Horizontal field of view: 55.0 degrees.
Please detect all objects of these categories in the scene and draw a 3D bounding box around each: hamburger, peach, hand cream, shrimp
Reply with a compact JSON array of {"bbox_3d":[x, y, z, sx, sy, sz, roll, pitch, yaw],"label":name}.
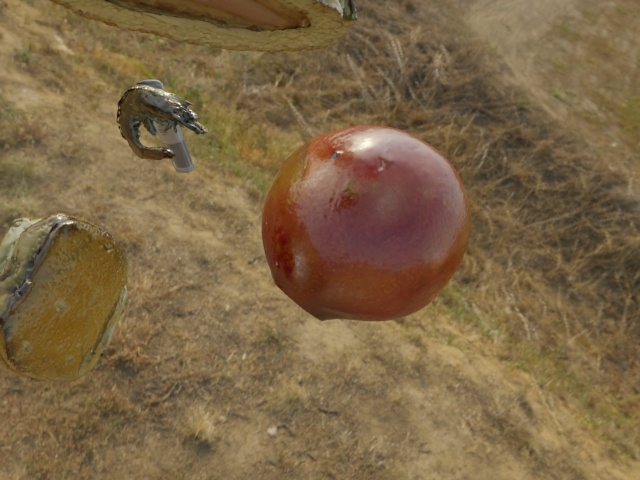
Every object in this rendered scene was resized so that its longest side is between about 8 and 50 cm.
[{"bbox_3d":[-0.119,-0.322,0.610,0.330,0.162,0.208,9,77,-21],"label":"hamburger"},{"bbox_3d":[0.074,-0.022,1.128,0.389,0.388,0.388,16,41,-14],"label":"peach"},{"bbox_3d":[-0.500,0.101,1.149,0.174,0.284,0.304,9,64,15],"label":"hamburger"},{"bbox_3d":[-0.377,-0.280,1.520,0.080,0.255,0.048,2,44,22],"label":"hand cream"},{"bbox_3d":[-0.367,-0.253,1.380,0.253,0.173,0.058,29,21,23],"label":"shrimp"}]
